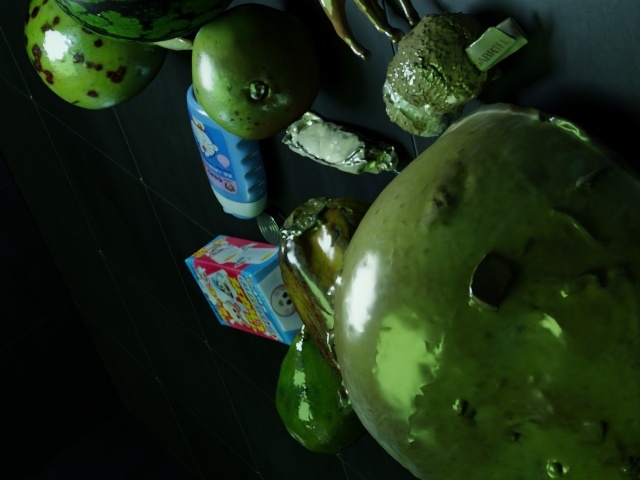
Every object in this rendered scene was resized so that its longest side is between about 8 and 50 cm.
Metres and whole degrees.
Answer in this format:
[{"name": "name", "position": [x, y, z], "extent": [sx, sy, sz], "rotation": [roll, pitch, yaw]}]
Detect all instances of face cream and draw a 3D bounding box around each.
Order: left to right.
[{"name": "face cream", "position": [-0.145, -0.138, 2.050], "extent": [0.149, 0.083, 0.264], "rotation": [42, 156, 37]}]

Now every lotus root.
[{"name": "lotus root", "position": [0.089, 0.114, 1.769], "extent": [0.196, 0.179, 0.397], "rotation": [-29, 99, 26]}]

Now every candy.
[{"name": "candy", "position": [-0.119, 0.086, 2.315], "extent": [0.306, 0.100, 0.157], "rotation": [9, 130, 61]}]

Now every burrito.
[{"name": "burrito", "position": [0.025, -0.129, 1.736], "extent": [0.229, 0.063, 0.058], "rotation": [30, 120, 50]}]

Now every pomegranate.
[{"name": "pomegranate", "position": [-0.310, -0.307, 1.941], "extent": [0.306, 0.242, 0.242], "rotation": [28, 147, 40]}, {"name": "pomegranate", "position": [-0.090, -0.237, 1.697], "extent": [0.210, 0.180, 0.180], "rotation": [-106, -2, -54]}]

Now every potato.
[{"name": "potato", "position": [0.202, 0.121, 1.328], "extent": [0.442, 0.319, 0.385], "rotation": [45, 159, -6]}]

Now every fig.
[{"name": "fig", "position": [-0.003, 0.240, 2.174], "extent": [0.195, 0.195, 0.245], "rotation": [25, 153, 52]}]

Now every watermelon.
[{"name": "watermelon", "position": [-0.225, -0.385, 1.598], "extent": [0.285, 0.285, 0.285], "rotation": [44, 157, 25]}]

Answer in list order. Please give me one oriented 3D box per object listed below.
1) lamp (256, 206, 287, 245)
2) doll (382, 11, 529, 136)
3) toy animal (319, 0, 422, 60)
[{"name": "lamp", "position": [-0.029, 0.019, 2.005], "extent": [0.371, 0.108, 0.130], "rotation": [29, 143, 49]}, {"name": "doll", "position": [0.132, -0.182, 1.362], "extent": [0.115, 0.105, 0.221], "rotation": [62, 161, 0]}, {"name": "toy animal", "position": [0.037, -0.328, 1.406], "extent": [0.230, 0.066, 0.224], "rotation": [60, 159, 0]}]
